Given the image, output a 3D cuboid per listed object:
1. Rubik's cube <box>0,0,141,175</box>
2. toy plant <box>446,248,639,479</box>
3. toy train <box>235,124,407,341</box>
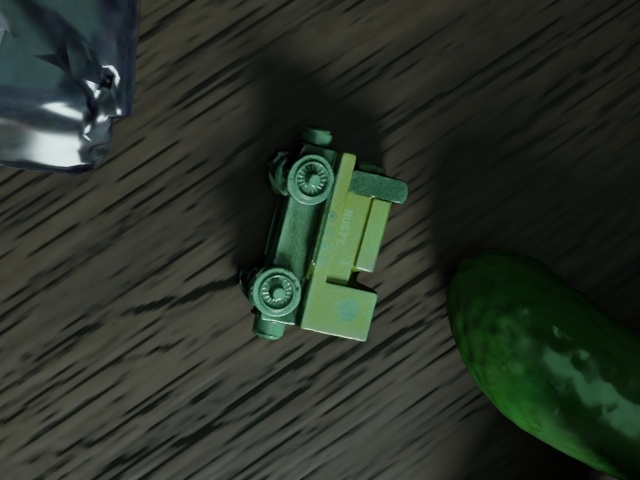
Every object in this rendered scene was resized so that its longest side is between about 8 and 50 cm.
[{"bbox_3d":[-0.226,-0.193,0.484,0.310,0.305,0.307,2,96,-13],"label":"Rubik's cube"},{"bbox_3d":[0.247,0.161,0.696,0.356,0.210,0.317,-2,100,0],"label":"toy plant"},{"bbox_3d":[0.000,0.000,0.694,0.081,0.050,0.122,14,94,-19],"label":"toy train"}]
